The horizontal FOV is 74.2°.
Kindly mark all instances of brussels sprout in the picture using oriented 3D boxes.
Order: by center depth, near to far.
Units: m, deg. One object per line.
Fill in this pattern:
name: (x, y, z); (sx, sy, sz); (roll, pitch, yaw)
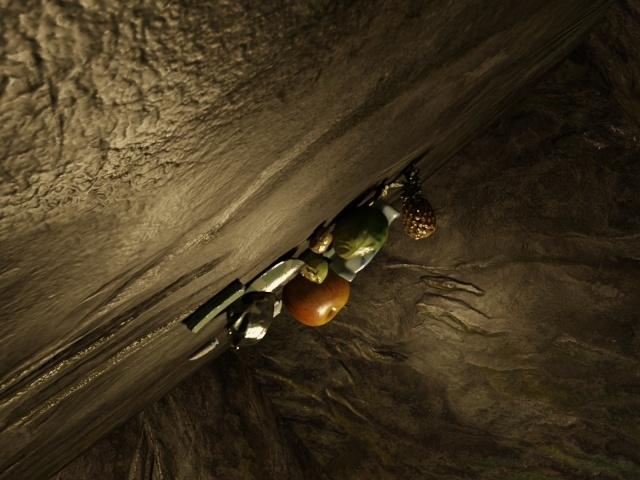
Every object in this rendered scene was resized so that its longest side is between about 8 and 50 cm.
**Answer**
brussels sprout: (0.160, -0.037, 1.730); (0.244, 0.244, 0.244); (-39, 174, -5)
brussels sprout: (-0.027, 0.111, 1.933); (0.122, 0.149, 0.151); (-52, -169, -17)

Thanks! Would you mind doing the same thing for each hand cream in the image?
hand cream: (-0.617, 0.579, 2.237); (0.170, 0.043, 0.065); (-35, 168, -4)

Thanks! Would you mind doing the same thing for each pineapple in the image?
pineapple: (0.423, -0.184, 1.917); (0.169, 0.341, 0.169); (-17, -157, 7)

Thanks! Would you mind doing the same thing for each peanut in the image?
peanut: (0.000, 0.000, 1.610); (0.080, 0.080, 0.174); (-36, 170, -26)

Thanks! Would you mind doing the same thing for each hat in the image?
hat: (-0.196, 0.237, 1.620); (0.381, 0.258, 0.366); (-20, 175, -1)

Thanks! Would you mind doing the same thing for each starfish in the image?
starfish: (0.256, -0.196, 1.801); (0.176, 0.053, 0.208); (-42, 170, 29)

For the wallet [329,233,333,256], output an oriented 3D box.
wallet: (0.058, 0.012, 2.138); (0.251, 0.054, 0.290); (-44, 168, -7)

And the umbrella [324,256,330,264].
umbrella: (-0.013, 0.137, 2.116); (0.066, 0.059, 0.236); (0, 159, -16)

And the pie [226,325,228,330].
pie: (-0.403, 0.413, 2.249); (0.218, 0.054, 0.204); (-38, 174, -21)

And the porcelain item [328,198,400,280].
porcelain item: (0.208, -0.008, 2.033); (0.405, 0.178, 0.242); (-54, 172, 6)

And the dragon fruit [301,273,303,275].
dragon fruit: (-0.085, 0.126, 2.087); (0.083, 0.056, 0.060); (-56, 148, 9)

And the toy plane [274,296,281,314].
toy plane: (-0.331, 0.425, 2.473); (0.252, 0.118, 0.252); (-37, 161, -15)

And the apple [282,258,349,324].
apple: (-0.016, 0.293, 2.392); (0.400, 0.334, 0.400); (-40, 177, -2)

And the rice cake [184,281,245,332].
rice cake: (-0.322, 0.205, 1.317); (0.211, 0.038, 0.124); (-39, 174, -15)
